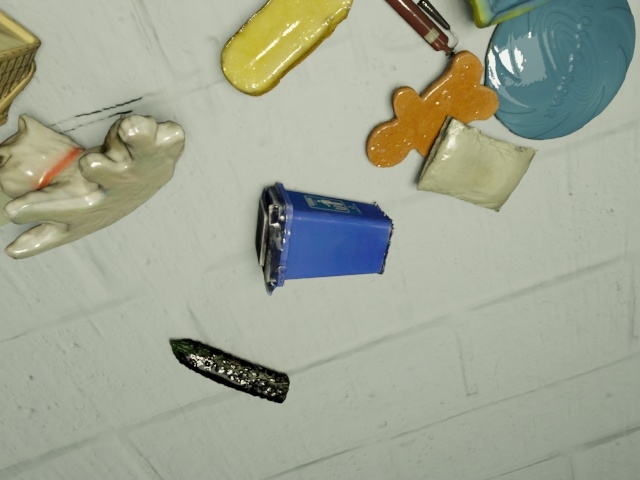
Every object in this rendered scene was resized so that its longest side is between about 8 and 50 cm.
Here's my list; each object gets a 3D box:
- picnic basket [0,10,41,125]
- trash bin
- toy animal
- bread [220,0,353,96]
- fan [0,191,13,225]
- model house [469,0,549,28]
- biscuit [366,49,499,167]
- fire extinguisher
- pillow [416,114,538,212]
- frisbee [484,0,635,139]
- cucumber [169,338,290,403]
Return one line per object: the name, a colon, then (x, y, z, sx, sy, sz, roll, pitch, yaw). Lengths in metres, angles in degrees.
picnic basket: (-0.549, -0.227, 0.508, 0.228, 0.312, 0.175, 36, 115, -23)
trash bin: (0.000, 0.000, 0.780, 0.235, 0.162, 0.183, 2, 115, -16)
toy animal: (-0.365, -0.136, 0.644, 0.267, 0.187, 0.308, -15, 161, -36)
bread: (-0.055, -0.331, 0.649, 0.246, 0.094, 0.102, -41, 105, 10)
fan: (-0.652, -0.050, 0.736, 0.182, 0.010, 0.310, 34, 105, -21)
model house: (0.277, -0.431, 0.543, 0.216, 0.303, 0.236, -24, 105, -5)
biscuit: (0.191, -0.225, 0.755, 0.250, 0.036, 0.165, -35, 129, 16)
fire extinguisher: (0.177, -0.373, 0.697, 0.173, 0.035, 0.048, 34, 68, -21)
pillow: (0.305, -0.139, 0.798, 0.230, 0.050, 0.148, 12, 123, -24)
frisbee: (0.443, -0.323, 0.747, 0.290, 0.049, 0.289, -3, 115, -7)
cucumber: (-0.205, 0.295, 0.932, 0.300, 0.072, 0.072, 27, 108, -18)
